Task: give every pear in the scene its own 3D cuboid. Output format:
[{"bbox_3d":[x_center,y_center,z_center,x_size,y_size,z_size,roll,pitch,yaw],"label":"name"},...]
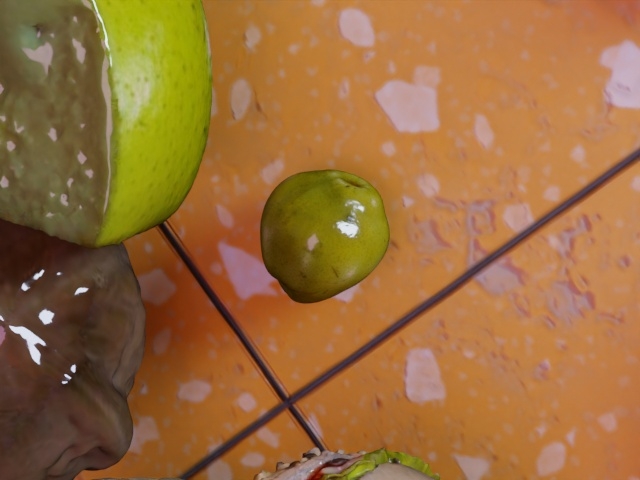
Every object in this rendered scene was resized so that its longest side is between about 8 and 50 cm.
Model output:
[{"bbox_3d":[0.000,0.000,1.363,0.092,0.092,0.097,23,111,18],"label":"pear"},{"bbox_3d":[-0.219,-0.186,1.324,0.342,0.238,0.318,17,112,21],"label":"pear"}]

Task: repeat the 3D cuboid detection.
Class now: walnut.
[{"bbox_3d":[-0.239,0.076,1.395,0.248,0.248,0.248,6,106,23],"label":"walnut"}]

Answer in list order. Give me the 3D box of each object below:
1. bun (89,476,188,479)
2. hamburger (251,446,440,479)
[{"bbox_3d":[-0.152,0.243,1.424,0.220,0.220,0.134,-35,82,28],"label":"bun"},{"bbox_3d":[0.014,0.275,1.313,0.176,0.300,0.300,12,108,39],"label":"hamburger"}]
